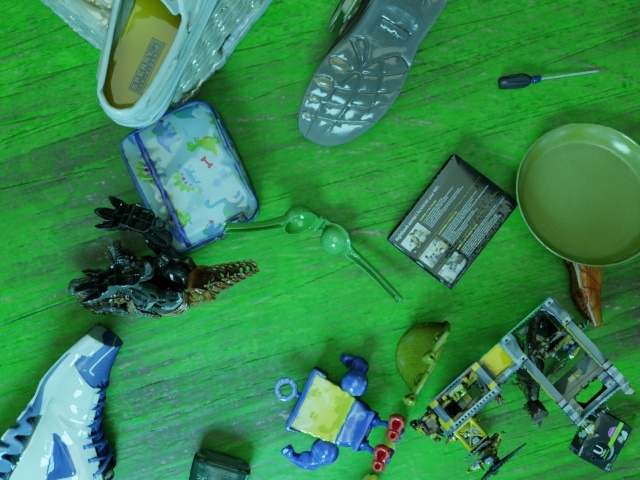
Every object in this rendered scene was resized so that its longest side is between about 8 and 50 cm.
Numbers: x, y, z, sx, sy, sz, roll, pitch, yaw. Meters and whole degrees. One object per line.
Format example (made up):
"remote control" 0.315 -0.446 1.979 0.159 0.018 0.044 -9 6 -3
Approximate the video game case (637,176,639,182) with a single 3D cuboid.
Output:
"video game case" 0.591 -0.090 1.520 0.122 0.011 0.087 -26 92 0

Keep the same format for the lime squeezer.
"lime squeezer" 0.000 0.000 1.475 0.310 0.110 0.059 24 117 -16

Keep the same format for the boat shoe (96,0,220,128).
"boat shoe" -0.201 -0.324 1.175 0.135 0.156 0.367 24 92 -3

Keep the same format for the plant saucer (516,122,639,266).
"plant saucer" 0.426 -0.070 1.480 0.240 0.037 0.241 1 74 -3

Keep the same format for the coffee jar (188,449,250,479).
"coffee jar" -0.182 0.439 1.498 0.096 0.079 0.185 17 91 -3

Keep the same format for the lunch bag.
"lunch bag" -0.207 -0.097 1.479 0.176 0.090 0.219 -24 91 3

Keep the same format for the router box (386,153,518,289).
"router box" 0.213 -0.031 1.503 0.133 0.046 0.179 38 91 -1

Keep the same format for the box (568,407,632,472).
"box" 0.455 0.322 1.511 0.062 0.052 0.083 28 93 -2

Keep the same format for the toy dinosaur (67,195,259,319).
"toy dinosaur" -0.251 0.047 1.416 0.321 0.218 0.164 -25 54 12

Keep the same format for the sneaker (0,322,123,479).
"sneaker" -0.382 0.297 1.481 0.182 0.127 0.316 36 98 -5

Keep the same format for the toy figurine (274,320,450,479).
"toy figurine" 0.033 0.248 1.445 0.217 0.191 0.363 25 88 11

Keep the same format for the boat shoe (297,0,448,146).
"boat shoe" 0.089 -0.303 1.457 0.132 0.130 0.355 34 109 -10

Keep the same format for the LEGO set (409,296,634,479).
"LEGO set" 0.321 0.245 1.410 0.331 0.255 0.192 -39 75 -6

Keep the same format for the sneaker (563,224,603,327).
"sneaker" 0.434 0.055 1.499 0.067 0.064 0.175 -13 93 -5

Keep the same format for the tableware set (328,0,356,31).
"tableware set" 0.060 -0.399 1.444 0.020 0.141 0.169 29 93 -9

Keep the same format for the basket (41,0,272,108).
"basket" -0.246 -0.425 1.382 0.331 0.266 0.328 39 90 -3

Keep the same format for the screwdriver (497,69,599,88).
"screwdriver" 0.372 -0.265 1.508 0.169 0.025 0.024 -8 92 1
